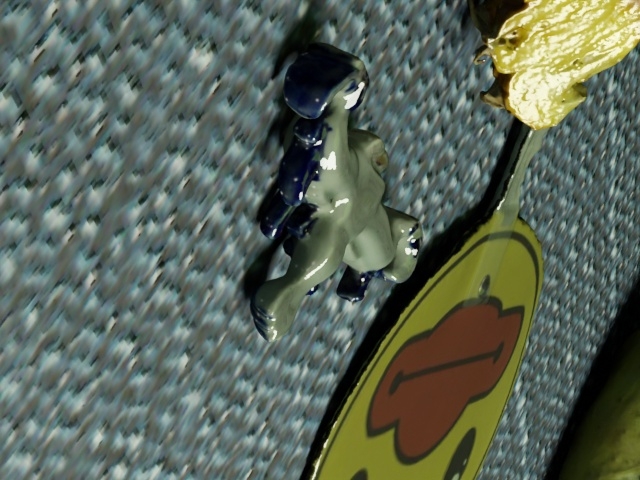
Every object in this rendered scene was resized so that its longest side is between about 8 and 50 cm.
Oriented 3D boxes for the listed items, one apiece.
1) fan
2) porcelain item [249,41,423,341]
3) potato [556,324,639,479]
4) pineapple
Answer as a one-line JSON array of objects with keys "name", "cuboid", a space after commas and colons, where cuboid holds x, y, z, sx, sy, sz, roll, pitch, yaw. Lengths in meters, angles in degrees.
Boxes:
[{"name": "fan", "cuboid": [0.057, 0.048, 0.731, 0.229, 0.011, 0.335, -6, 119, -65]}, {"name": "porcelain item", "cuboid": [0.000, 0.000, 0.540, 0.075, 0.021, 0.136, -60, 157, -17]}, {"name": "potato", "cuboid": [0.228, 0.136, 1.024, 0.248, 0.143, 0.169, -61, 168, -15]}, {"name": "pineapple", "cuboid": [0.084, -0.100, 0.577, 0.114, 0.077, 0.114, 28, 81, -54]}]
